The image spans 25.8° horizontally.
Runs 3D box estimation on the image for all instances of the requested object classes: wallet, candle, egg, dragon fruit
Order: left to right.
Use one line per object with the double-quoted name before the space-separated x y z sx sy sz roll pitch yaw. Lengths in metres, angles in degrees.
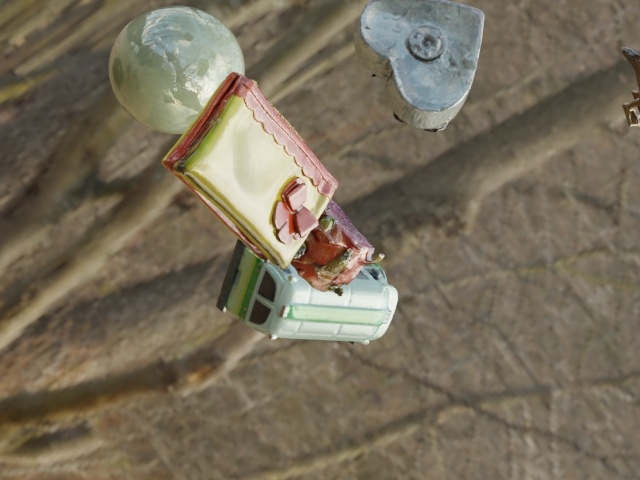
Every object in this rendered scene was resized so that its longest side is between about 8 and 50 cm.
"egg" -0.209 -0.248 2.036 0.187 0.186 0.253 55 23 8
"wallet" -0.069 -0.076 1.602 0.067 0.141 0.241 29 -11 38
"dragon fruit" 0.000 0.000 1.894 0.147 0.102 0.096 52 10 8
"candle" 0.145 -0.253 1.873 0.192 0.168 0.068 56 -13 12

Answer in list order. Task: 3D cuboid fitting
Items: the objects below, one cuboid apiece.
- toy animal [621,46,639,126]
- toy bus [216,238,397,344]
"toy animal" 0.601 -0.268 2.412 0.179 0.089 0.188 -17 -62 47
"toy bus" -0.009 0.088 2.251 0.276 0.134 0.164 6 20 -40
